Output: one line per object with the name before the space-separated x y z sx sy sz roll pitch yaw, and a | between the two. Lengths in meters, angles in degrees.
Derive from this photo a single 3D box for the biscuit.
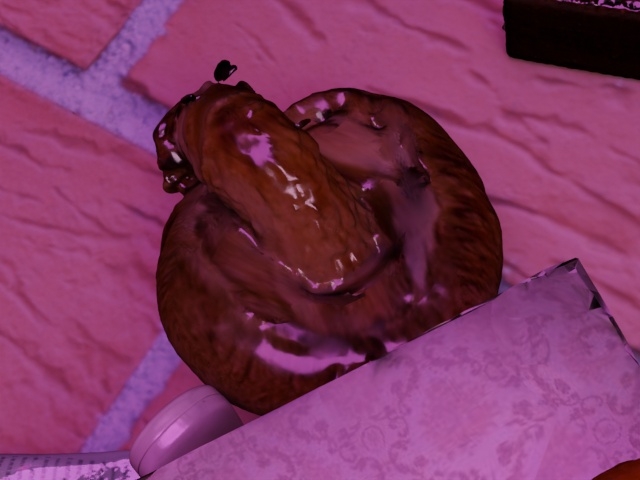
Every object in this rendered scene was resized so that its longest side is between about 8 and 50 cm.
biscuit | 0.272 -0.180 0.894 0.252 0.106 0.070 12 71 16

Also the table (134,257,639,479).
table | 0.053 0.218 0.677 0.335 0.272 0.222 -26 66 -1

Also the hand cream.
hand cream | -0.275 0.196 0.870 0.331 0.058 0.085 0 66 11

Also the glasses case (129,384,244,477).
glasses case | -0.083 0.155 0.775 0.074 0.193 0.049 -41 66 -15

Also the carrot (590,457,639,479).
carrot | 0.118 0.154 0.497 0.193 0.087 0.087 -25 65 -3

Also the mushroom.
mushroom | -0.005 -0.002 0.825 0.263 0.195 0.283 -33 81 -12
